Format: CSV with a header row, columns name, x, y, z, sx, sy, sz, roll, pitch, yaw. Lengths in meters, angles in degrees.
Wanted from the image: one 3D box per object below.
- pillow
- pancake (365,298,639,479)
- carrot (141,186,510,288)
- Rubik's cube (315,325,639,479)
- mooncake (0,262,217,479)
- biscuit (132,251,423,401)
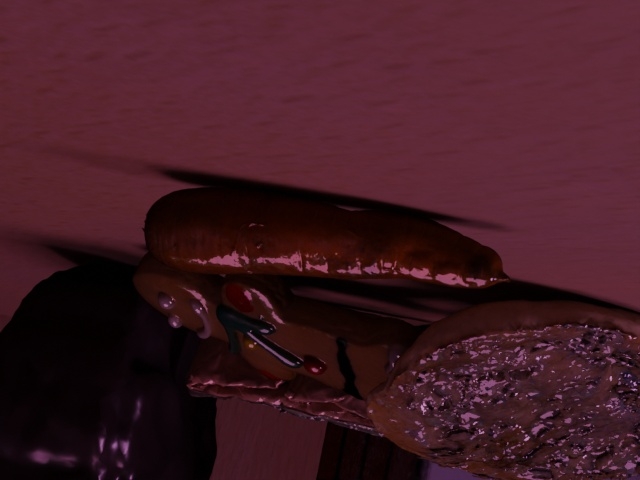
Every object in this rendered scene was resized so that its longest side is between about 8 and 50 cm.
name,x,y,z,sx,sy,sz,roll,pitch,yaw
pillow,-0.018,0.115,1.552,0.233,0.126,0.043,9,145,25
pancake,0.171,0.129,1.257,0.282,0.049,0.282,-1,146,-1
carrot,0.000,0.000,0.994,0.248,0.059,0.059,6,170,21
Rubik's cube,0.192,0.297,1.673,0.337,0.343,0.344,14,172,-14
mooncake,-0.234,0.207,1.657,0.212,0.381,0.350,7,133,13
biscuit,-0.037,0.086,1.421,0.302,0.049,0.197,21,152,17
